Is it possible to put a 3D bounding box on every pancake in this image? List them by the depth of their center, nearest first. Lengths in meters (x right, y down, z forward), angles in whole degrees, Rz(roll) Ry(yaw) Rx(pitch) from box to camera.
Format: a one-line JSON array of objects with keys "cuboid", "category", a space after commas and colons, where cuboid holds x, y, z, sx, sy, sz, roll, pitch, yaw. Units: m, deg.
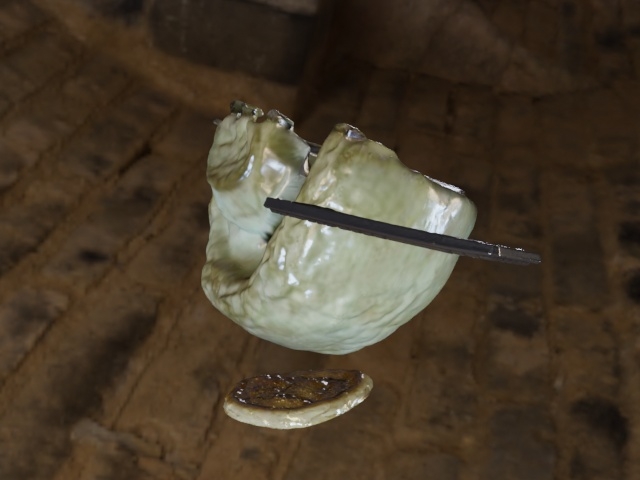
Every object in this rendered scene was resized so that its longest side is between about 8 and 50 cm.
[{"cuboid": [-0.023, 0.159, 1.184, 0.158, 0.028, 0.158, -8, -170, 1], "category": "pancake"}]

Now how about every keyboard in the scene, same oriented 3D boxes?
[{"cuboid": [0.040, -0.005, 0.615, 0.155, 0.010, 0.053, 13, -176, 39], "category": "keyboard"}]

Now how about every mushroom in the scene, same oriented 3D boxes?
[{"cuboid": [0.005, 0.002, 0.881, 0.189, 0.164, 0.267, 21, -179, -31], "category": "mushroom"}]
